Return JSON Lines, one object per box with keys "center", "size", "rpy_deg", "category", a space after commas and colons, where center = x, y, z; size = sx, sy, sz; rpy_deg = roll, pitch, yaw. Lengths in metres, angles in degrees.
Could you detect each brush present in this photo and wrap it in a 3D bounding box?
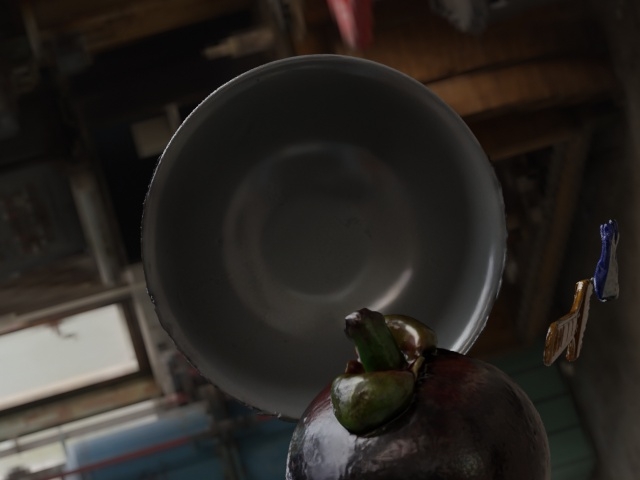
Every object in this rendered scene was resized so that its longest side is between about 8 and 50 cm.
{"center": [0.259, 0.091, 1.634], "size": [0.314, 0.017, 0.090], "rpy_deg": [-11, -72, -73], "category": "brush"}

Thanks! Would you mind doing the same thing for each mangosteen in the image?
{"center": [0.075, 0.165, 1.241], "size": [0.216, 0.216, 0.216], "rpy_deg": [164, 90, -84], "category": "mangosteen"}

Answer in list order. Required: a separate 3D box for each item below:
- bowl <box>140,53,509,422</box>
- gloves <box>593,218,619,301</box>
{"center": [0.000, 0.000, 1.523], "size": [0.157, 0.345, 0.345], "rpy_deg": [158, 96, -86], "category": "bowl"}
{"center": [0.304, 0.020, 1.659], "size": [0.064, 0.026, 0.086], "rpy_deg": [-44, -47, -73], "category": "gloves"}
